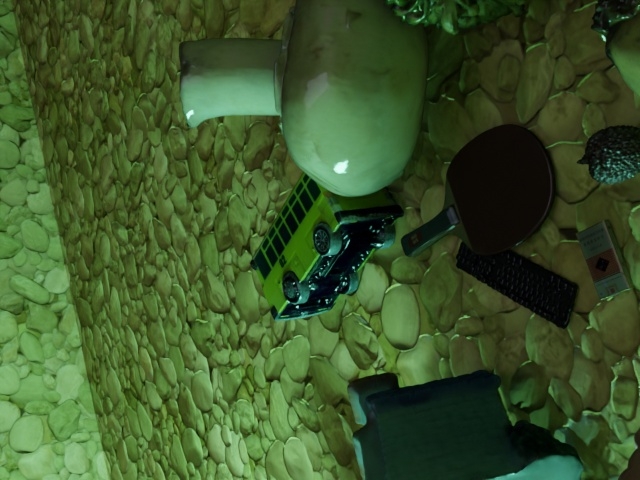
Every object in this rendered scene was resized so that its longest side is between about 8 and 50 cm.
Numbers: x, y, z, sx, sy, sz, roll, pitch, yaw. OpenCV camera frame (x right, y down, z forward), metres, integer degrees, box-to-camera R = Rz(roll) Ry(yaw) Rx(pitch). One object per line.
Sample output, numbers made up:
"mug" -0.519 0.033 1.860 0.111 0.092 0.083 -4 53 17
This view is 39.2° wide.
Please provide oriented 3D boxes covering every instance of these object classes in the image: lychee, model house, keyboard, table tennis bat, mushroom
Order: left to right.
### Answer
"mushroom" -0.025 -0.209 1.194 0.314 0.336 0.315 -1 -90 -87
"model house" 0.165 0.305 1.176 0.329 0.251 0.295 -114 7 -60
"table tennis bat" 0.199 -0.045 1.180 0.274 0.021 0.154 -36 64 46
"keyboard" 0.245 0.046 1.148 0.195 0.018 0.060 32 119 47
"lychee" 0.318 -0.095 0.971 0.083 0.068 0.067 -8 47 39

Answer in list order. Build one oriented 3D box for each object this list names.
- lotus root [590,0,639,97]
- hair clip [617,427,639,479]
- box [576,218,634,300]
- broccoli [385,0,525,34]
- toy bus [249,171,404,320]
"lotus root" 0.390 -0.184 0.764 0.310 0.182 0.183 21 113 51
"hair clip" 0.385 0.236 0.911 0.102 0.123 0.138 44 143 3
"box" 0.326 0.023 1.031 0.046 0.012 0.083 -34 67 51
"broccoli" 0.175 -0.369 0.972 0.247 0.245 0.288 9 103 25
"toy bus" 0.000 0.000 1.394 0.150 0.128 0.262 62 139 26
